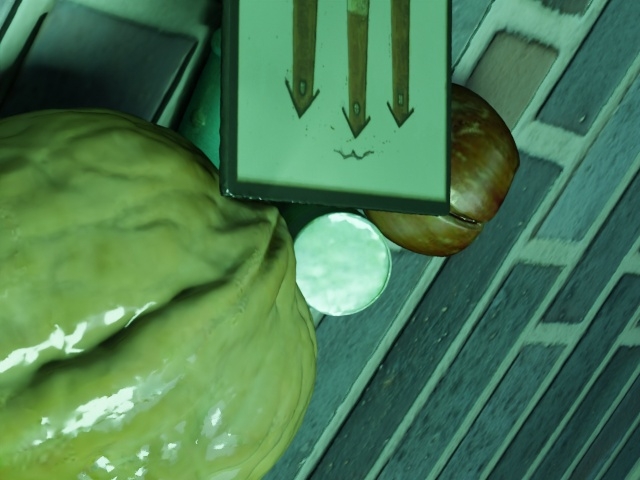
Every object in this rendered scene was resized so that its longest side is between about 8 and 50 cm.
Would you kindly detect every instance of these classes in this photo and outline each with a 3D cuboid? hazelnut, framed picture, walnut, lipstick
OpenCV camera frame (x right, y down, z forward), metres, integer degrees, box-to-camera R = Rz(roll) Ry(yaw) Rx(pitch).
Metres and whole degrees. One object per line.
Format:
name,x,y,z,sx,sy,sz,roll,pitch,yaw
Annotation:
hazelnut,0.099,-0.065,1.295,0.154,0.143,0.143,-54,153,-12
framed picture,0.018,-0.182,0.946,0.244,0.013,0.324,3,86,-53
walnut,-0.156,0.064,0.890,0.313,0.277,0.252,-31,169,-13
lipstick,0.000,0.000,1.105,0.076,0.076,0.304,-52,-172,0

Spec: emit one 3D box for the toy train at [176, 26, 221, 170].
toy train,-0.015,-0.141,1.064,0.159,0.101,0.248,-4,128,-44
